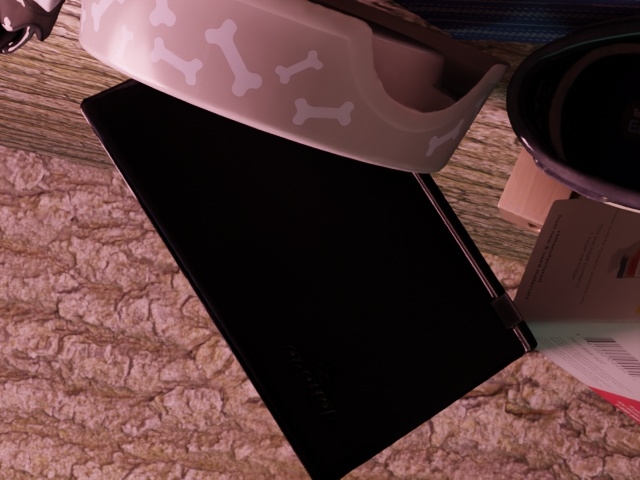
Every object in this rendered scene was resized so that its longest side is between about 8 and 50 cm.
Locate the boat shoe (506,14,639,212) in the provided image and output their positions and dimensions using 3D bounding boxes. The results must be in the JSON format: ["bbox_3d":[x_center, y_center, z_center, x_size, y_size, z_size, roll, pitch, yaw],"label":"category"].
[{"bbox_3d":[0.348,-0.072,1.242,0.500,0.187,0.156,12,-179,40],"label":"boat shoe"}]

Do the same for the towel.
[{"bbox_3d":[0.139,-0.205,1.334,0.243,0.040,0.336,7,175,30],"label":"towel"}]

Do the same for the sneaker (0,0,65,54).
[{"bbox_3d":[-0.302,-0.228,1.555,0.109,0.130,0.286,13,176,-28],"label":"sneaker"}]

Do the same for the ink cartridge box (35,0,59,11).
[{"bbox_3d":[-0.250,-0.251,1.158,0.224,0.045,0.223,38,171,-7],"label":"ink cartridge box"}]

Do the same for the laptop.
[{"bbox_3d":[0.000,0.000,1.643,0.236,0.382,0.408,-32,175,-2],"label":"laptop"}]

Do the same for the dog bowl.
[{"bbox_3d":[-0.031,-0.152,1.379,0.348,0.102,0.349,19,-171,-3],"label":"dog bowl"}]

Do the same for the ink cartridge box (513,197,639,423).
[{"bbox_3d":[0.426,0.083,1.743,0.279,0.160,0.384,36,158,-31],"label":"ink cartridge box"}]

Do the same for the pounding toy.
[{"bbox_3d":[0.277,-0.069,2.007,0.100,0.130,0.141,24,177,12],"label":"pounding toy"}]
